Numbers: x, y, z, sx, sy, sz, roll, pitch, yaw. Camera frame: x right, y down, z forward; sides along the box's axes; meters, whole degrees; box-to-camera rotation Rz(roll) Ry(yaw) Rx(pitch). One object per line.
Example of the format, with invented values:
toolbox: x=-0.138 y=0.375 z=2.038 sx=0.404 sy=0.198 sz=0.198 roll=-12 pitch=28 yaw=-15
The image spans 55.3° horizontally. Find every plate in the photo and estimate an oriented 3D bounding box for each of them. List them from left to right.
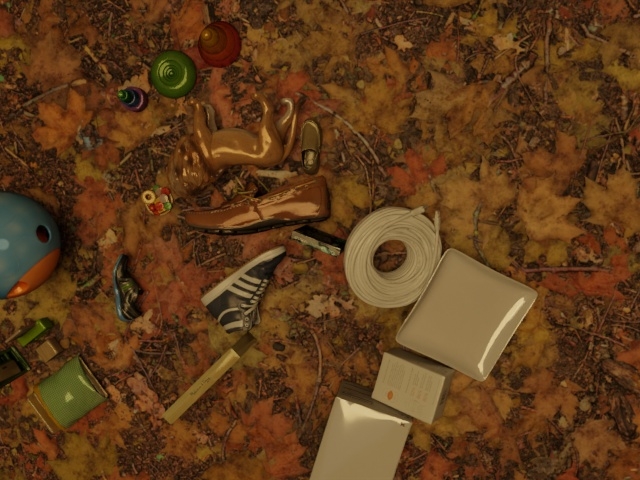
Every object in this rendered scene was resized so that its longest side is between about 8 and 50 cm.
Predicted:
plate: x=0.365 y=0.187 z=1.548 sx=0.278 sy=0.045 sz=0.277 roll=26 pitch=101 yaw=-12

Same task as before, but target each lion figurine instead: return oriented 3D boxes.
lion figurine: x=-0.213 y=-0.242 z=1.569 sx=0.392 sy=0.142 sz=0.240 roll=-5 pitch=91 yaw=10

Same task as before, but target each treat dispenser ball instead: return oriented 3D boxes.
treat dispenser ball: x=-0.840 y=0.013 z=1.610 sx=0.288 sy=0.288 sz=0.288 roll=1 pitch=95 yaw=8

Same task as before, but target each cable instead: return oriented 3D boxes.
cable: x=0.178 y=0.040 z=1.529 sx=0.257 sy=0.089 sz=0.257 roll=-11 pitch=109 yaw=-11

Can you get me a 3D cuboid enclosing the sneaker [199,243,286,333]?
sneaker: x=-0.174 y=0.138 z=1.621 sx=0.282 sy=0.099 sz=0.153 roll=-35 pitch=85 yaw=17

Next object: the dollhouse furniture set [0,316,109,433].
dollhouse furniture set: x=-0.777 y=0.397 z=1.705 sx=0.197 sy=0.151 sz=0.301 roll=-37 pitch=90 yaw=10

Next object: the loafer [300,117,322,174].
loafer: x=-0.024 y=-0.245 z=1.589 sx=0.056 sy=0.050 sz=0.148 roll=-3 pitch=95 yaw=8

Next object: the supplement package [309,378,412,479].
supplement package: x=0.105 y=0.534 z=1.597 sx=0.204 sy=0.145 sz=0.262 roll=18 pitch=97 yaw=6

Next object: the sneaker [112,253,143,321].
sneaker: x=-0.534 y=0.129 z=1.698 sx=0.078 sy=0.067 sz=0.188 roll=-8 pitch=93 yaw=-13

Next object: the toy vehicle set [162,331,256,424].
toy vehicle set: x=-0.292 y=0.362 z=1.626 sx=0.267 sy=0.166 sz=0.035 roll=-45 pitch=88 yaw=9

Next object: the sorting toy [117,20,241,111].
sorting toy: x=-0.381 y=-0.453 z=1.583 sx=0.365 sy=0.126 sz=0.127 roll=-30 pitch=91 yaw=9

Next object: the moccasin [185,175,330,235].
moccasin: x=-0.166 y=-0.095 z=1.581 sx=0.380 sy=0.139 sz=0.147 roll=-10 pitch=88 yaw=11

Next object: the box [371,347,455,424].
box: x=0.237 y=0.368 z=1.563 sx=0.170 sy=0.091 sz=0.130 roll=19 pitch=99 yaw=28

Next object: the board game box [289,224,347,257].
board game box: x=0.000 y=0.000 z=1.540 sx=0.126 sy=0.186 sz=0.026 roll=22 pitch=98 yaw=6

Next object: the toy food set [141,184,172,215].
toy food set: x=-0.445 y=-0.109 z=1.677 sx=0.082 sy=0.020 sz=0.083 roll=-24 pitch=91 yaw=9
